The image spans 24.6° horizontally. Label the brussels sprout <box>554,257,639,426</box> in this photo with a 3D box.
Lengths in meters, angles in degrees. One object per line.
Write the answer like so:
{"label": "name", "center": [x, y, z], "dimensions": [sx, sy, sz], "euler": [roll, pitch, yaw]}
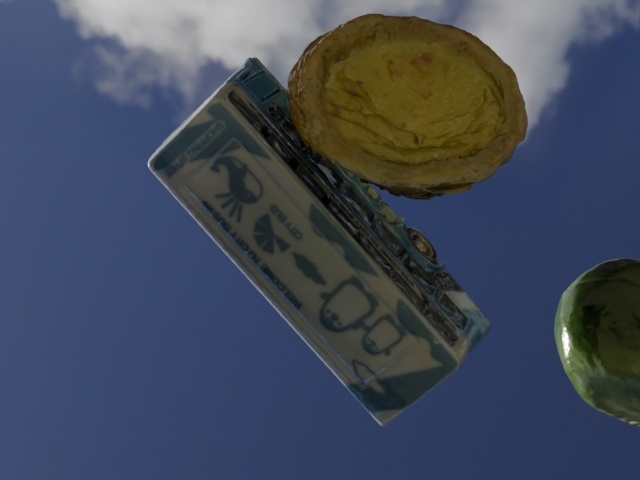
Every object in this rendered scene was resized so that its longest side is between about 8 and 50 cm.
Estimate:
{"label": "brussels sprout", "center": [0.268, 0.089, 1.253], "dimensions": [0.117, 0.155, 0.155], "euler": [-25, -131, 40]}

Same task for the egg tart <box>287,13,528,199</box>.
{"label": "egg tart", "center": [0.065, -0.100, 1.161], "dimensions": [0.191, 0.074, 0.191], "euler": [5, -124, -7]}

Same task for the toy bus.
{"label": "toy bus", "center": [0.000, 0.000, 1.177], "dimensions": [0.106, 0.131, 0.297], "euler": [-41, -87, 24]}
